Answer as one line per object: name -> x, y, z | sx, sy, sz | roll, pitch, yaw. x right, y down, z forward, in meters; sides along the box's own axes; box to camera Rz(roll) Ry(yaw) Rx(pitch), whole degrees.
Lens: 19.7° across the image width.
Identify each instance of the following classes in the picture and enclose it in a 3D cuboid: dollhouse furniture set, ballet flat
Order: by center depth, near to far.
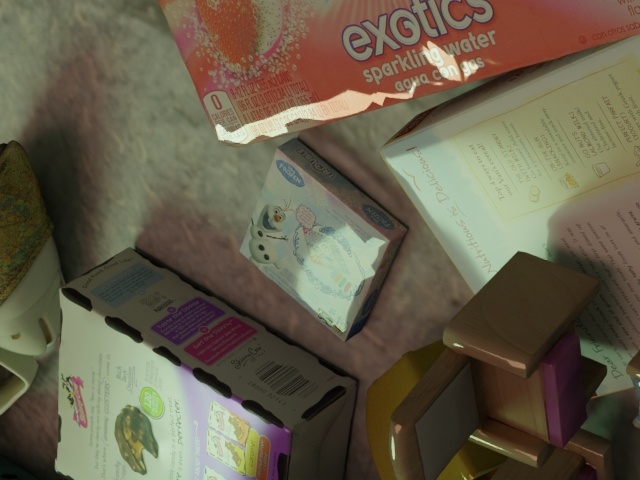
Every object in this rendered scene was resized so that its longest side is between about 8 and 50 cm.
dollhouse furniture set -> 0.180, 0.210, 0.869 | 0.303, 0.198, 0.286 | 21, 141, 32
ballet flat -> -0.241, 0.056, 1.296 | 0.123, 0.123, 0.348 | 49, 137, 8

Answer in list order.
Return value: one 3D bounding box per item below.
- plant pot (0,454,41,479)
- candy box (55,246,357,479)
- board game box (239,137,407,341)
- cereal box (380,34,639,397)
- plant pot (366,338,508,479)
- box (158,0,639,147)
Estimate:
plant pot -> -0.273, 0.291, 1.403 | 0.166, 0.165, 0.234 | 20, 109, 47
candy box -> -0.080, 0.122, 1.202 | 0.196, 0.070, 0.165 | 29, 132, 27
board game box -> 0.000, 0.000, 1.088 | 0.090, 0.020, 0.090 | 40, 136, 18
cereal box -> 0.160, -0.018, 0.893 | 0.240, 0.047, 0.173 | -20, 108, 48
plant pot -> 0.074, 0.101, 1.042 | 0.083, 0.081, 0.081 | 60, 140, 15
box -> 0.070, -0.155, 0.825 | 0.300, 0.154, 0.142 | -12, 106, 46
